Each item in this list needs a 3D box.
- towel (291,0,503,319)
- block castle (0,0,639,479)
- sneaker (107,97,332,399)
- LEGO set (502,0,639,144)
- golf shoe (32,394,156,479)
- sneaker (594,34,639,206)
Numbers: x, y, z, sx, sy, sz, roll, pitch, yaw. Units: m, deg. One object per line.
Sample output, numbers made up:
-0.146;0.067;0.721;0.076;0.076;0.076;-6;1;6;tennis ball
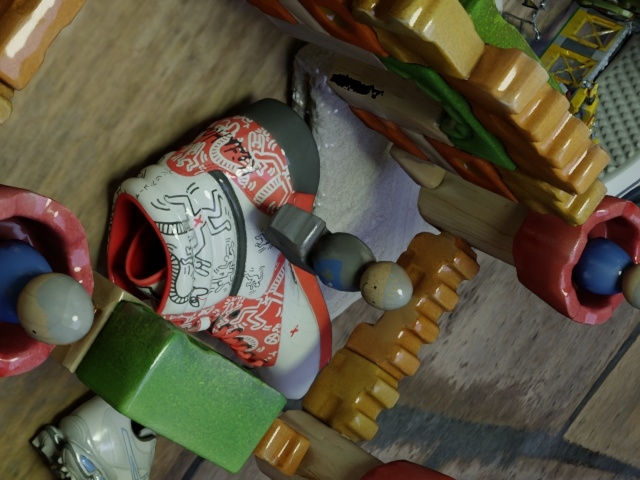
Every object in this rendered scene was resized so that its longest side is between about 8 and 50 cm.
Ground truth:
0.052;-0.064;1.022;0.187;0.049;0.282;-33;144;-30;towel
0.000;0.000;0.740;0.453;0.213;0.303;40;81;-44;block castle
-0.073;0.038;0.929;0.145;0.090;0.270;-31;140;-28;sneaker
0.261;-0.193;0.976;0.255;0.192;0.331;-46;150;-35;LEGO set
-0.145;0.174;1.001;0.086;0.069;0.176;-45;150;-22;golf shoe
0.269;-0.079;1.214;0.321;0.126;0.127;-37;141;-25;sneaker
